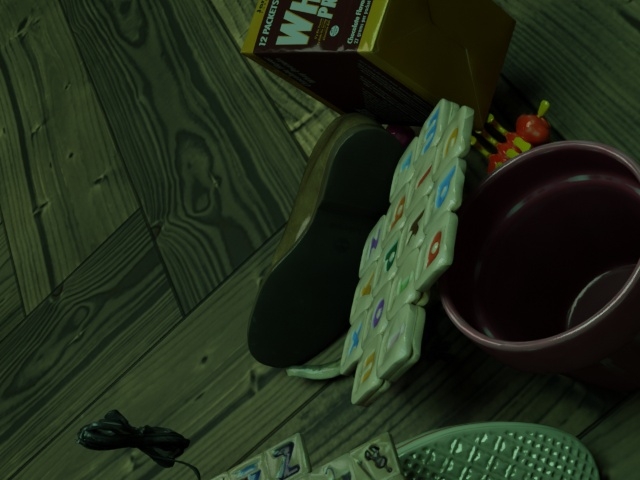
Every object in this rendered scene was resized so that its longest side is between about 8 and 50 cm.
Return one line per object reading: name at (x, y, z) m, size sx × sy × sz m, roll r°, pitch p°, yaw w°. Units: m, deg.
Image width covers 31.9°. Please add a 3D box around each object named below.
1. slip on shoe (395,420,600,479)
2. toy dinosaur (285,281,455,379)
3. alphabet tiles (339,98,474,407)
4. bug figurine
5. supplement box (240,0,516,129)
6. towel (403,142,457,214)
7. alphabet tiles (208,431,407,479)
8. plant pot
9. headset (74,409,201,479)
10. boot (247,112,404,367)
slip on shoe at (0.081, 0.237, 0.997) m, size 0.332 × 0.101 × 0.123 m, roll -17°, pitch 83°, yaw 5°
toy dinosaur at (0.075, 0.097, 1.174) m, size 0.268 × 0.064 × 0.118 m, roll -40°, pitch 28°, yaw 15°
alphabet tiles at (0.081, 0.010, 1.050) m, size 0.278 × 0.021 × 0.284 m, roll 122°, pitch 164°, yaw -57°
bug figurine at (0.134, -0.114, 1.258) m, size 0.216 × 0.072 × 0.279 m, roll -50°, pitch 45°, yaw 13°
supplement box at (0.061, -0.215, 1.183) m, size 0.194 × 0.191 × 0.129 m, roll 9°, pitch 78°, yaw 46°
towel at (0.114, -0.056, 1.174) m, size 0.067 × 0.029 × 0.119 m, roll -27°, pitch 54°, yaw 32°
alphabet tiles at (-0.025, 0.260, 0.920) m, size 0.237 × 0.009 × 0.198 m, roll -31°, pitch 51°, yaw 17°
plant pot at (0.233, 0.040, 0.976) m, size 0.201 × 0.180 × 0.201 m, roll -24°, pitch 49°, yaw 30°
headset at (-0.250, 0.373, 1.182) m, size 0.243 × 0.185 × 0.394 m, roll 32°, pitch 97°, yaw 48°
boot at (0.000, 0.000, 1.255) m, size 0.305 × 0.112 × 0.115 m, roll -65°, pitch 22°, yaw 16°
